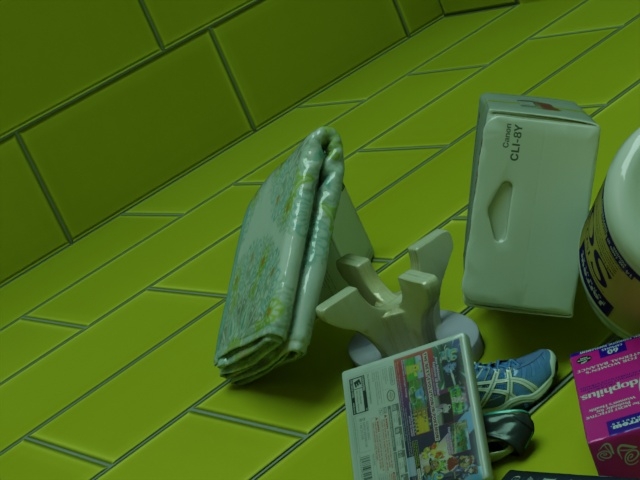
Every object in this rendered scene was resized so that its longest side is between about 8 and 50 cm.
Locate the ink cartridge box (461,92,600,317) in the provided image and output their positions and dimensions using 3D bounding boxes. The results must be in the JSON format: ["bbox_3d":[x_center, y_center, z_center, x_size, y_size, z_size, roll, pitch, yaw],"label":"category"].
[{"bbox_3d":[0.302,-0.063,1.989,0.161,0.279,0.384,7,11,5],"label":"ink cartridge box"}]

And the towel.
[{"bbox_3d":[-0.063,0.034,2.189,0.320,0.090,0.374,145,138,-64],"label":"towel"}]

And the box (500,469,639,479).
[{"bbox_3d":[0.241,0.357,1.175,0.294,0.182,0.296,-4,26,43],"label":"box"}]

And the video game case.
[{"bbox_3d":[0.120,0.235,1.713,0.183,0.023,0.201,-21,56,23],"label":"video game case"}]

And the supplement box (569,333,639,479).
[{"bbox_3d":[0.365,0.209,1.552,0.111,0.113,0.220,-19,20,11],"label":"supplement box"}]

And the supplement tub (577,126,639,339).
[{"bbox_3d":[0.447,-0.002,1.654,0.241,0.241,0.331,-26,-17,-6],"label":"supplement tub"}]

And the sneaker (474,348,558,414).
[{"bbox_3d":[0.226,0.195,1.812,0.211,0.081,0.080,-26,16,-13],"label":"sneaker"}]

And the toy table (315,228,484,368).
[{"bbox_3d":[0.120,0.109,2.065,0.252,0.160,0.274,-36,23,-34],"label":"toy table"}]

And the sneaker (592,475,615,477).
[{"bbox_3d":[0.240,0.328,1.441,0.217,0.079,0.121,-21,19,35],"label":"sneaker"}]

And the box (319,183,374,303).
[{"bbox_3d":[0.000,0.000,2.487,0.119,0.181,0.181,-19,18,20],"label":"box"}]

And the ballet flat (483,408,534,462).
[{"bbox_3d":[0.175,0.257,1.725,0.203,0.074,0.074,-8,23,28],"label":"ballet flat"}]
